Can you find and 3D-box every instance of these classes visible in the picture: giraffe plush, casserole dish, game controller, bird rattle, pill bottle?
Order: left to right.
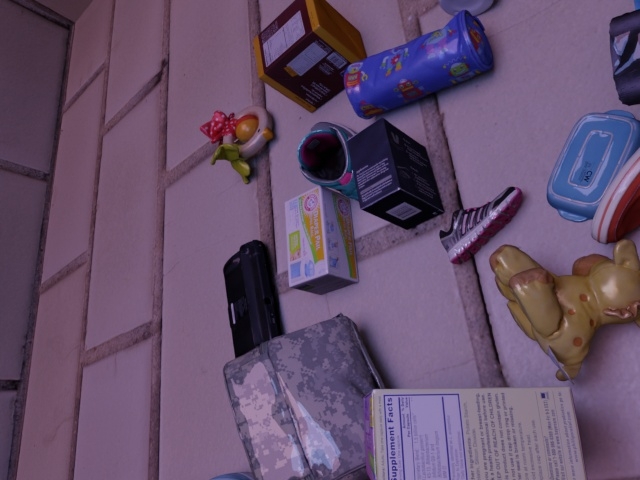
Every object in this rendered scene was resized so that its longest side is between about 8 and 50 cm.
[{"bbox_3d":[-0.219,-0.291,1.399,0.206,0.143,0.254,-32,43,18],"label":"bird rattle"},{"bbox_3d":[-0.172,0.160,1.227,0.166,0.067,0.320,-43,50,42],"label":"game controller"},{"bbox_3d":[0.296,-0.554,0.989,0.107,0.107,0.180,-3,74,42],"label":"pill bottle"},{"bbox_3d":[0.366,0.077,0.697,0.170,0.181,0.210,-29,44,7],"label":"giraffe plush"},{"bbox_3d":[0.426,-0.122,0.778,0.114,0.037,0.189,27,96,45],"label":"casserole dish"}]

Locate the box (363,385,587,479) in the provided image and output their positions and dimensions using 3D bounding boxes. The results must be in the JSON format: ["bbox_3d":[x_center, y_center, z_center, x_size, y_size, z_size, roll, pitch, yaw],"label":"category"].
[{"bbox_3d":[0.185,0.265,0.675,0.242,0.214,0.118,-1,71,1],"label":"box"}]

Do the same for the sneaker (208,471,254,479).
[{"bbox_3d":[-0.112,0.551,0.967,0.365,0.150,0.135,-7,72,41],"label":"sneaker"}]

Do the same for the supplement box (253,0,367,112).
[{"bbox_3d":[-0.023,-0.443,1.186,0.194,0.191,0.129,-29,58,32],"label":"supplement box"}]

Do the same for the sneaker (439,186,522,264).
[{"bbox_3d":[0.272,-0.039,0.871,0.170,0.063,0.075,-50,55,25],"label":"sneaker"}]

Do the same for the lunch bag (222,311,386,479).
[{"bbox_3d":[0.004,0.311,0.902,0.255,0.212,0.305,-31,55,7],"label":"lunch bag"}]

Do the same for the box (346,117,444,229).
[{"bbox_3d":[0.143,-0.123,0.954,0.093,0.155,0.159,-27,59,35],"label":"box"}]

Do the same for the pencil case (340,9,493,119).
[{"bbox_3d":[0.190,-0.352,1.013,0.305,0.119,0.133,-12,58,40],"label":"pencil case"}]

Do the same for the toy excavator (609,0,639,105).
[{"bbox_3d":[0.503,-0.394,0.627,0.222,0.445,0.434,-8,97,42],"label":"toy excavator"}]

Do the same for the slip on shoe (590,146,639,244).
[{"bbox_3d":[0.502,-0.109,0.653,0.331,0.123,0.101,-45,55,17],"label":"slip on shoe"}]

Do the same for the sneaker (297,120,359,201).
[{"bbox_3d":[0.014,-0.194,1.078,0.124,0.178,0.296,-52,48,16],"label":"sneaker"}]

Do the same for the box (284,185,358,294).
[{"bbox_3d":[0.000,0.000,1.080,0.114,0.103,0.203,-23,62,36],"label":"box"}]
